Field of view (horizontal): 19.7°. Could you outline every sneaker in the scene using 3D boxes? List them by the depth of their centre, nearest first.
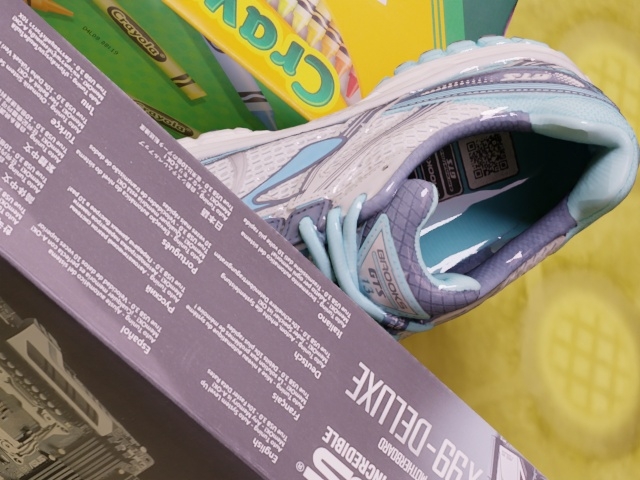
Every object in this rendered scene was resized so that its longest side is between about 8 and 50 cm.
[{"bbox_3d":[0.000,0.000,0.749,0.283,0.122,0.110,-29,110,-8],"label":"sneaker"}]

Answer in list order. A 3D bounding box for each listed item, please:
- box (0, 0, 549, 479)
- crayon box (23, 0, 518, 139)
[{"bbox_3d":[-0.083,0.067,0.642,0.307,0.242,0.076,43,53,-20],"label":"box"},{"bbox_3d":[-0.044,-0.139,0.850,0.278,0.081,0.165,38,55,-23],"label":"crayon box"}]
